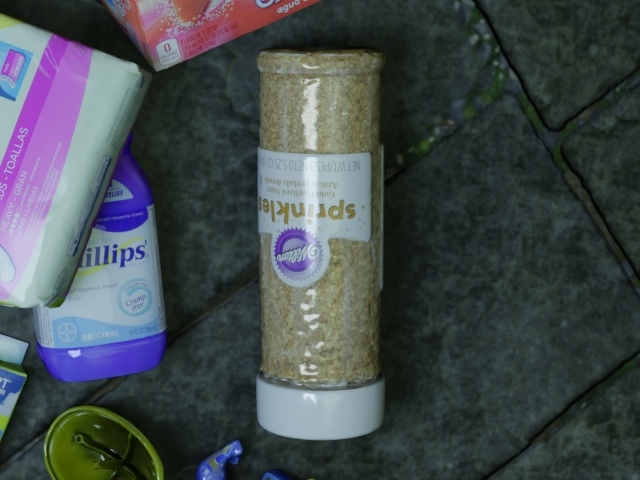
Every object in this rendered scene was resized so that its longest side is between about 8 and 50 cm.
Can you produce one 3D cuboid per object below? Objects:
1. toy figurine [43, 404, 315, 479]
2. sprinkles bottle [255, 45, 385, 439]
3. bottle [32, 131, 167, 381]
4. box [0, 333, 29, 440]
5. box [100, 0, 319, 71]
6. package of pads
[{"bbox_3d":[-0.076,0.287,1.545,0.362,0.217,0.191,29,107,21],"label":"toy figurine"},{"bbox_3d":[0.000,0.000,1.524,0.121,0.121,0.355,-3,100,-19],"label":"sprinkles bottle"},{"bbox_3d":[-0.205,-0.020,1.462,0.118,0.092,0.282,-8,101,-18],"label":"bottle"},{"bbox_3d":[-0.338,0.162,1.474,0.109,0.042,0.178,21,92,-21],"label":"box"},{"bbox_3d":[-0.053,-0.291,1.418,0.300,0.154,0.142,-25,134,-13],"label":"box"},{"bbox_3d":[-0.317,-0.086,1.362,0.297,0.101,0.229,22,91,4],"label":"package of pads"}]
